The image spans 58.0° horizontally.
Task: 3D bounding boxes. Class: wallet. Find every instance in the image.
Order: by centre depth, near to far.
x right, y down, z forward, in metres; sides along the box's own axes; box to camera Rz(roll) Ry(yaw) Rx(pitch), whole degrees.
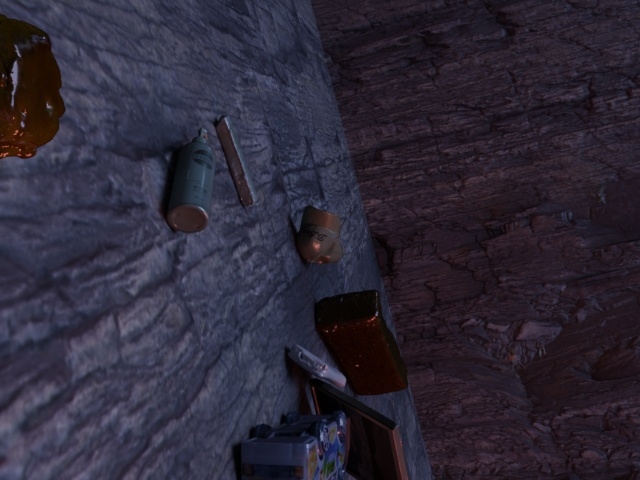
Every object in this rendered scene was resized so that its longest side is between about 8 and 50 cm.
[{"bbox_3d":[-0.006,0.253,1.164,0.033,0.095,0.190,-58,155,-9],"label":"wallet"}]

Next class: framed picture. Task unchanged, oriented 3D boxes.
[{"bbox_3d":[0.073,0.378,1.085,0.260,0.023,0.189,12,-62,54],"label":"framed picture"}]

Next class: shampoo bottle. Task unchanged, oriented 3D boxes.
[{"bbox_3d":[-0.175,-0.097,0.804,0.056,0.056,0.195,65,15,-46],"label":"shampoo bottle"}]

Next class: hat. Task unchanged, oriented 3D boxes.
[{"bbox_3d":[0.002,-0.007,1.400,0.081,0.122,0.166,-66,172,-48],"label":"hat"}]

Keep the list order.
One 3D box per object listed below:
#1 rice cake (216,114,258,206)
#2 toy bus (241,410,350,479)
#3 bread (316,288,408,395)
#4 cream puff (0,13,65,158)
[{"bbox_3d":[-0.151,-0.143,1.045,0.033,0.029,0.171,-64,140,-68],"label":"rice cake"},{"bbox_3d":[-0.024,0.345,0.906,0.329,0.109,0.136,38,48,-73],"label":"toy bus"},{"bbox_3d":[0.121,0.286,1.546,0.417,0.165,0.113,66,21,-47],"label":"bread"},{"bbox_3d":[-0.242,-0.113,0.411,0.122,0.094,0.116,100,-8,-51],"label":"cream puff"}]
